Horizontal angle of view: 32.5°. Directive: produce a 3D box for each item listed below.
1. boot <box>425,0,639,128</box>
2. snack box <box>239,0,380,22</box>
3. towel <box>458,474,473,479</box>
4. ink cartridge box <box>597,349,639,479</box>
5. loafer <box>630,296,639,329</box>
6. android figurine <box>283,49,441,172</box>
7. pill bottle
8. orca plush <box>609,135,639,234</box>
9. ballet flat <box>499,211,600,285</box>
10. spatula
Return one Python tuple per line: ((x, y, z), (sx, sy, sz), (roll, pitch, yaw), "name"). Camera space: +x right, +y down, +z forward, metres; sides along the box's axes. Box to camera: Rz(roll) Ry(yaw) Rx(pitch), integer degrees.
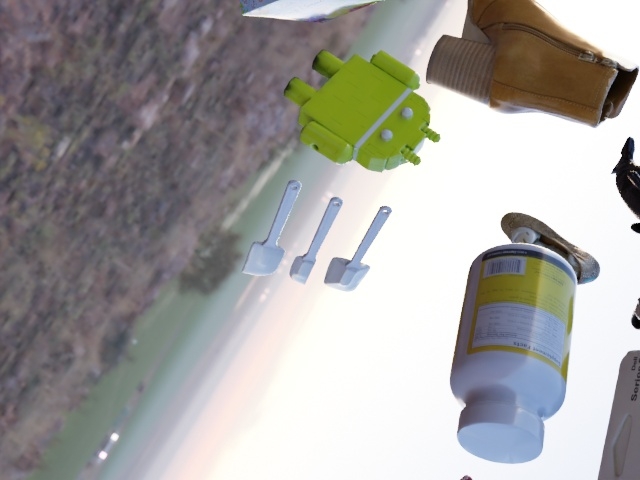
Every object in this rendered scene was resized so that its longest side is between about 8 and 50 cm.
((0.259, -0.219, 1.252), (0.295, 0.211, 0.104), (-56, 159, -48), "boot")
((-0.009, -0.278, 1.234), (0.100, 0.037, 0.141), (-12, 177, 39), "snack box")
((0.114, 0.405, 1.400), (0.198, 0.031, 0.275), (-30, 149, -16), "towel")
((0.434, 0.243, 1.093), (0.121, 0.289, 0.211), (158, -53, -68), "ink cartridge box")
((0.335, 0.074, 1.109), (0.039, 0.045, 0.125), (-23, 164, 9), "loafer")
((0.079, -0.223, 1.907), (0.248, 0.273, 0.056), (-46, 163, -27), "android figurine")
((0.172, 0.101, 0.986), (0.103, 0.103, 0.184), (122, -13, -54), "pill bottle")
((0.619, -0.115, 2.071), (0.151, 0.102, 0.287), (-32, -144, 20), "orca plush")
((0.396, 0.014, 1.941), (0.067, 0.206, 0.073), (-28, 139, -46), "ballet flat")
((0.000, 0.000, 1.453), (0.242, 0.168, 0.019), (117, -15, -55), "spatula")
